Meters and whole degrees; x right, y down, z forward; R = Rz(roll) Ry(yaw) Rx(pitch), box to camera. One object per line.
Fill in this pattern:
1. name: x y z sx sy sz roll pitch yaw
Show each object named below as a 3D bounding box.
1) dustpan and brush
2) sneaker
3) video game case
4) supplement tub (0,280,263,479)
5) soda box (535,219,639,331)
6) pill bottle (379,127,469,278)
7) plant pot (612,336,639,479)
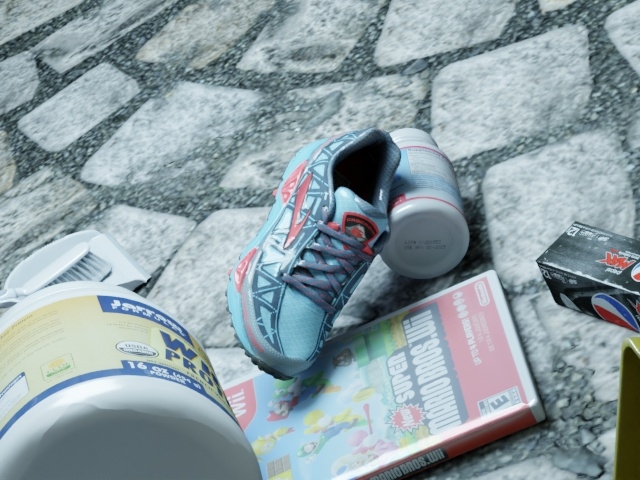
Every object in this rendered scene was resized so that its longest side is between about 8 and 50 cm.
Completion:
1. dustpan and brush: -0.301 0.053 2.092 0.211 0.060 0.147 -35 33 -10
2. sneaker: 0.000 0.000 1.785 0.125 0.104 0.261 -27 39 52
3. video game case: 0.044 0.143 1.734 0.285 0.025 0.204 -24 32 8
4. supplement tub: -0.183 0.172 1.653 0.228 0.228 0.316 -30 22 -3
5. soda box: 0.265 0.037 1.684 0.060 0.053 0.169 -43 34 -20
6. pill bottle: 0.090 -0.040 1.896 0.087 0.087 0.160 -23 32 10
7. plant pot: 0.317 0.188 1.289 0.187 0.212 0.212 -8 29 -12
